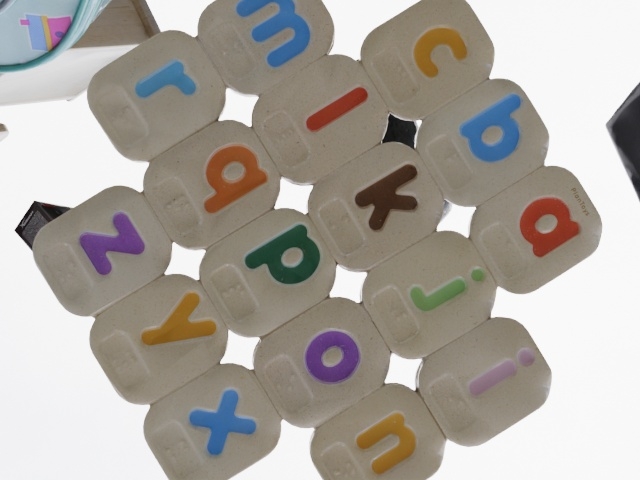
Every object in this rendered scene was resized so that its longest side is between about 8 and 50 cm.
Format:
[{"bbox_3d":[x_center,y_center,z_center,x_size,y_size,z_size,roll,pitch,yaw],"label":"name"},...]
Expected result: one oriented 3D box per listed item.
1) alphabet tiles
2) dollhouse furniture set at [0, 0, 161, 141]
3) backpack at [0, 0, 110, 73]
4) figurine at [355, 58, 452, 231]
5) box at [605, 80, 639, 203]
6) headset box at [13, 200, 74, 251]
[{"bbox_3d":[0.000,0.000,0.964,0.278,0.021,0.284,-32,-89,-5],"label":"alphabet tiles"},{"bbox_3d":[-0.305,-0.284,1.469,0.174,0.303,0.356,-14,-104,-59],"label":"dollhouse furniture set"},{"bbox_3d":[-0.127,-0.147,0.593,0.165,0.188,0.144,19,-132,2],"label":"backpack"},{"bbox_3d":[0.075,-0.027,1.628,0.092,0.215,0.209,-22,-137,-8],"label":"figurine"},{"bbox_3d":[0.438,-0.007,1.420,0.312,0.179,0.343,25,-152,-24],"label":"box"},{"bbox_3d":[-0.181,0.010,1.323,0.083,0.062,0.032,45,-72,30],"label":"headset box"}]
